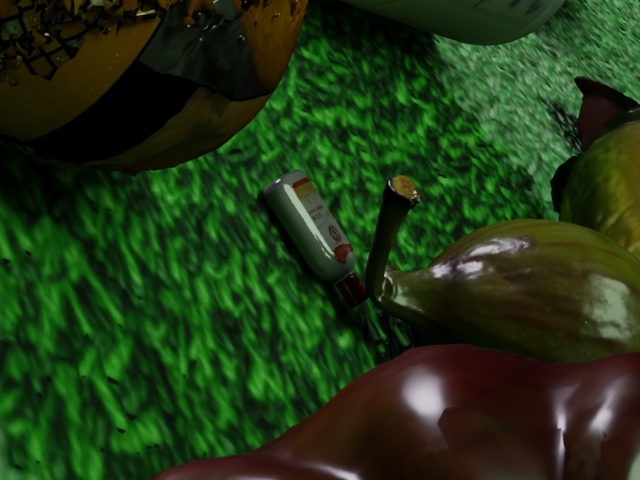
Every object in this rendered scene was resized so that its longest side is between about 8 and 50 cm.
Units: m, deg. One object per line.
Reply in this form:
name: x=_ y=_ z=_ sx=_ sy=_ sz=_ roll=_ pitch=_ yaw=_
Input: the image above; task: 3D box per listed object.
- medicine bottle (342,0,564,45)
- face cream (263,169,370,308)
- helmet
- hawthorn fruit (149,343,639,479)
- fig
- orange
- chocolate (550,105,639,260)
medicine bottle: x=0.067 y=-0.227 z=1.268 sx=0.254 sy=0.152 sz=0.152 roll=7 pitch=54 yaw=-60
face cream: x=0.000 y=0.000 z=1.024 sx=0.083 sy=0.021 sz=0.040 roll=57 pitch=25 yaw=1
helmet: x=0.247 y=-0.085 z=1.540 sx=0.111 sy=0.057 sz=0.089 roll=32 pitch=-2 yaw=-31
hawthorn fruit: x=0.079 y=0.237 z=0.504 sx=0.403 sy=0.403 sz=0.403 roll=42 pitch=28 yaw=-29
fig: x=0.107 y=0.054 z=1.041 sx=0.186 sy=0.148 sz=0.142 roll=1 pitch=68 yaw=-21
orange: x=-0.109 y=-0.139 z=0.821 sx=0.234 sy=0.182 sz=0.234 roll=31 pitch=30 yaw=-20
chocolate: x=0.239 y=0.066 z=1.182 sx=0.162 sy=0.162 sz=0.445 roll=47 pitch=21 yaw=-19
